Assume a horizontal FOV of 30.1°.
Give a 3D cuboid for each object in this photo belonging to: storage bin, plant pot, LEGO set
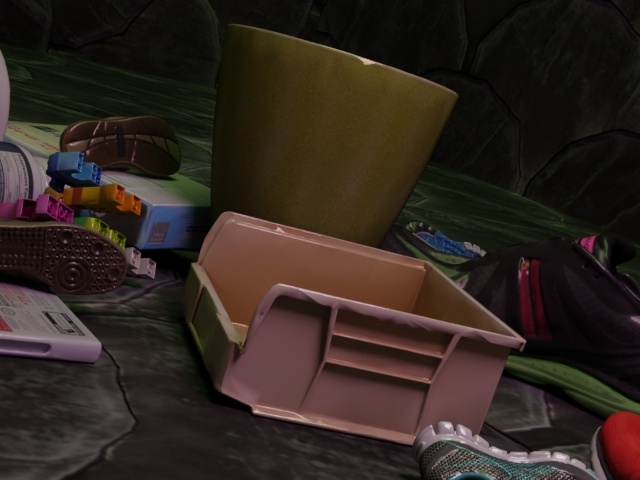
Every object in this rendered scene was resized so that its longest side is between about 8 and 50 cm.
[{"bbox_3d":[0.015,0.082,1.158,0.260,0.123,0.262,14,11,-18],"label":"storage bin"},{"bbox_3d":[-0.017,-0.066,1.364,0.275,0.293,0.275,17,5,-2],"label":"plant pot"},{"bbox_3d":[-0.256,-0.030,1.222,0.093,0.087,0.227,-1,-18,19],"label":"LEGO set"}]

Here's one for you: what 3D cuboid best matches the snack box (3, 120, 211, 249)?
[{"bbox_3d":[-0.269,-0.073,1.465,0.322,0.060,0.187,25,13,29],"label":"snack box"}]

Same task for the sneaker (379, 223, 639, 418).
[{"bbox_3d":[0.275,0.069,1.423,0.483,0.202,0.185,20,10,15],"label":"sneaker"}]

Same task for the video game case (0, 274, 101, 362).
[{"bbox_3d":[-0.313,0.053,1.049,0.183,0.023,0.201,10,14,-35],"label":"video game case"}]

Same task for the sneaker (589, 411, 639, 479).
[{"bbox_3d":[0.317,0.206,0.950,0.107,0.118,0.279,11,19,-22],"label":"sneaker"}]

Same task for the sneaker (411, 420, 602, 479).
[{"bbox_3d":[0.153,0.205,0.959,0.167,0.065,0.076,14,27,-1],"label":"sneaker"}]

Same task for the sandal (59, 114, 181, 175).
[{"bbox_3d":[-0.239,-0.112,1.406,0.049,0.072,0.180,0,2,43],"label":"sandal"}]

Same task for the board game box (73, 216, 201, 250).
[{"bbox_3d":[-0.253,-0.031,1.544,0.201,0.035,0.136,7,15,-45],"label":"board game box"}]

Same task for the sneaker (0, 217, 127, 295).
[{"bbox_3d":[-0.275,0.004,1.115,0.188,0.066,0.071,13,7,-30],"label":"sneaker"}]

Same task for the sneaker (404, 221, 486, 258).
[{"bbox_3d":[0.188,0.035,1.852,0.191,0.071,0.083,29,-32,-18],"label":"sneaker"}]

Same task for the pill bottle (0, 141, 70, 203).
[{"bbox_3d":[-0.367,-0.057,1.291,0.108,0.108,0.180,25,12,35],"label":"pill bottle"}]

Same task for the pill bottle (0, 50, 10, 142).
[{"bbox_3d":[-0.547,-0.167,1.306,0.361,0.204,0.204,9,14,-42],"label":"pill bottle"}]
